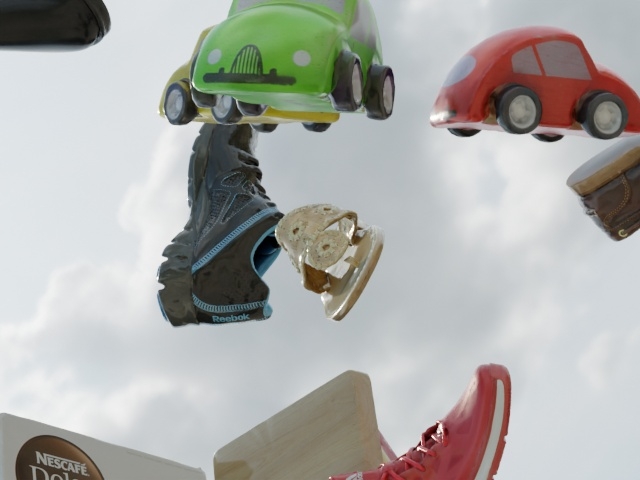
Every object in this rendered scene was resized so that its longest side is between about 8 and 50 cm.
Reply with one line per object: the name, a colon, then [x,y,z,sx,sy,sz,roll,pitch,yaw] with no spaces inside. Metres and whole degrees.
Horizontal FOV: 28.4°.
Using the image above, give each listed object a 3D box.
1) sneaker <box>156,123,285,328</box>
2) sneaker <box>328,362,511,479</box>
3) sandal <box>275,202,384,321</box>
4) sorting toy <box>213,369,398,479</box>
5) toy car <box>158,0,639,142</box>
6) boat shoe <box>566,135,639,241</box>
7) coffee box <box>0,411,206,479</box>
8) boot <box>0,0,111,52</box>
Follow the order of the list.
sneaker: [-0.103,-0.030,1.592,0.125,0.140,0.340,79,-164,-53]
sneaker: [0.078,0.197,1.083,0.087,0.128,0.221,-43,-29,-87]
sandal: [-0.003,0.006,1.083,0.088,0.079,0.240,-62,4,6]
sorting toy: [0.004,0.302,1.311,0.089,0.255,0.257,14,-35,-35]
toy car: [0.012,-0.075,0.530,0.225,0.239,0.053,-4,-83,-73]
boat shoe: [0.302,-0.074,1.017,0.207,0.073,0.073,-34,9,29]
coffee box: [-0.353,0.469,1.605,0.338,0.334,0.338,26,-54,-39]
boot: [-0.359,-0.188,1.278,0.207,0.247,0.094,-57,-32,-32]
